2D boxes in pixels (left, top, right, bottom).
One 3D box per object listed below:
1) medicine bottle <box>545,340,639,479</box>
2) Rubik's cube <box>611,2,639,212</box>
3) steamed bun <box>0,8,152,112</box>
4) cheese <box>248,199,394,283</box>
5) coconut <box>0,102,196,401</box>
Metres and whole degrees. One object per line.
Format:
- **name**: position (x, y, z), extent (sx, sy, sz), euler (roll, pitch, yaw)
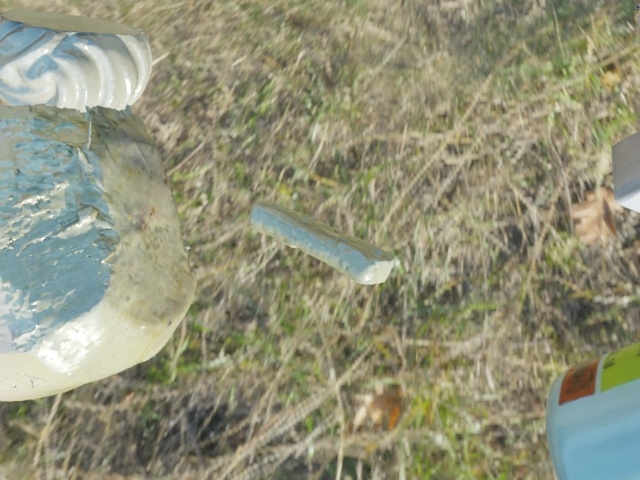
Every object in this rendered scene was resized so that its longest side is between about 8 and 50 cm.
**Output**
- **medicine bottle**: position (0.263, 0.110, 0.800), extent (0.225, 0.139, 0.139), euler (-25, 106, 30)
- **Rubik's cube**: position (0.129, -0.036, 0.391), extent (0.075, 0.084, 0.073), euler (-1, 108, 26)
- **steamed bun**: position (-0.271, -0.180, 1.383), extent (0.183, 0.183, 0.106), euler (8, 106, 3)
- **cheese**: position (0.000, 0.000, 1.587), extent (0.194, 0.065, 0.043), euler (25, 111, 27)
- **coconut**: position (-0.177, 0.010, 0.800), extent (0.194, 0.194, 0.194), euler (2, 110, 5)
